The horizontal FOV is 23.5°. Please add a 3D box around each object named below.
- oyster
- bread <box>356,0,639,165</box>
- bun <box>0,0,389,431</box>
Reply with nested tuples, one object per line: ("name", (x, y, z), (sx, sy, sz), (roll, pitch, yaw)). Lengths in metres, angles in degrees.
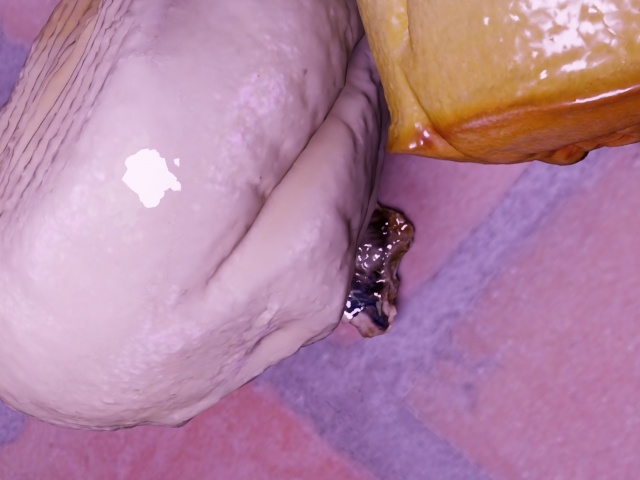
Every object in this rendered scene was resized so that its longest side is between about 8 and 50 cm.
("oyster", (-0.009, 0.002, 1.066), (0.148, 0.051, 0.103), (23, 113, 29))
("bread", (0.152, -0.123, 0.804), (0.269, 0.270, 0.148), (-15, 96, 31))
("bun", (-0.076, -0.046, 0.926), (0.219, 0.365, 0.365), (27, 126, -20))
